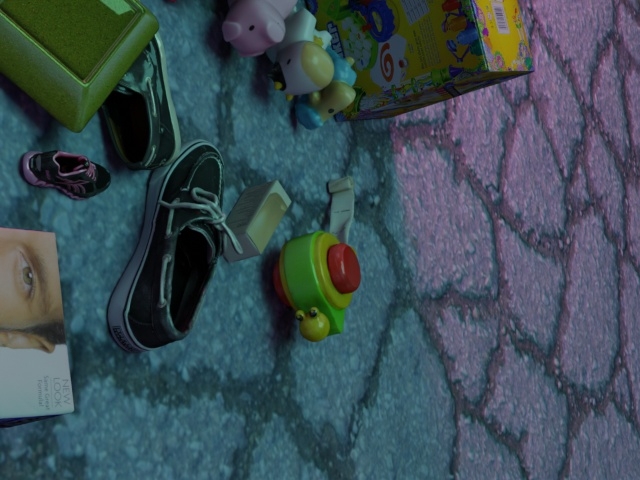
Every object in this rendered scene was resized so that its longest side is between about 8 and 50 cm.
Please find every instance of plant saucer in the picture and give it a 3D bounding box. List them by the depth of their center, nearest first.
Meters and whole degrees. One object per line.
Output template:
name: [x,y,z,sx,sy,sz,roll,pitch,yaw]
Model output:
plant saucer: [-0.281,-0.247,1.235,0.188,0.045,0.188,42,58,-20]

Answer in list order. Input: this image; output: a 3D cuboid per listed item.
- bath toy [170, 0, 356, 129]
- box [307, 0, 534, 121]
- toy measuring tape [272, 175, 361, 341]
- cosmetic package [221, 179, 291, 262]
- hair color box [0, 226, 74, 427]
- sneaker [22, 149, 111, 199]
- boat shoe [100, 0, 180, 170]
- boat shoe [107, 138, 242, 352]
bath toy: [-0.083,-0.298,1.557,0.348,0.129,0.151,42,2,-43]
box: [0.145,-0.363,1.762,0.177,0.279,0.290,-13,90,-56]
toy measuring tape: [0.000,0.000,1.577,0.121,0.121,0.330,48,34,-35]
cosmetic package: [-0.089,-0.026,1.493,0.041,0.060,0.115,56,40,-26]
hair color box: [-0.383,0.077,0.987,0.338,0.110,0.185,7,71,-56]
sneaker: [-0.271,-0.077,1.251,0.119,0.057,0.047,10,68,-55]
boat shoe: [-0.231,-0.196,1.328,0.079,0.084,0.233,-24,100,-60]
boat shoe: [-0.157,-0.007,1.346,0.113,0.105,0.306,51,41,-32]
